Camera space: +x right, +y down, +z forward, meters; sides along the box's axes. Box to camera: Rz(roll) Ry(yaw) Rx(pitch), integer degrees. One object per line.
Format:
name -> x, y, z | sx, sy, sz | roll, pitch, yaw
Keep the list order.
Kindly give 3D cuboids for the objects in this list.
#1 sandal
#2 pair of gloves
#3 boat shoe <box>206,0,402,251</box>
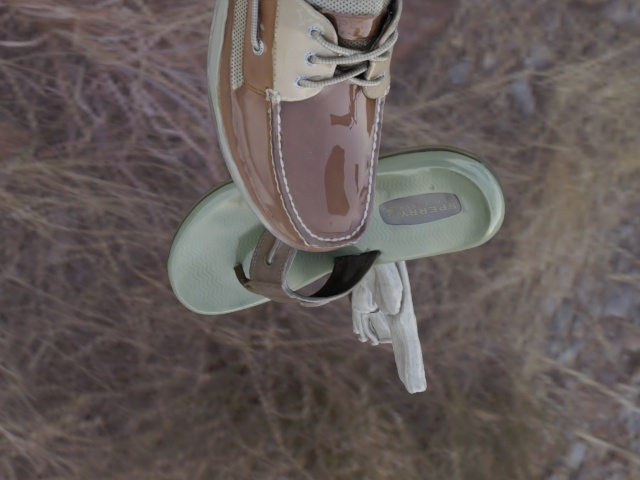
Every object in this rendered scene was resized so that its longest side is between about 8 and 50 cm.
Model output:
sandal -> 0.000, -0.001, 1.293 | 0.120, 0.303, 0.086 | 58, 30, -30
pair of gloves -> 0.050, 0.028, 1.559 | 0.042, 0.240, 0.204 | -12, 107, -7
boat shoe -> -0.006, -0.147, 1.083 | 0.123, 0.116, 0.324 | -14, 104, -28
